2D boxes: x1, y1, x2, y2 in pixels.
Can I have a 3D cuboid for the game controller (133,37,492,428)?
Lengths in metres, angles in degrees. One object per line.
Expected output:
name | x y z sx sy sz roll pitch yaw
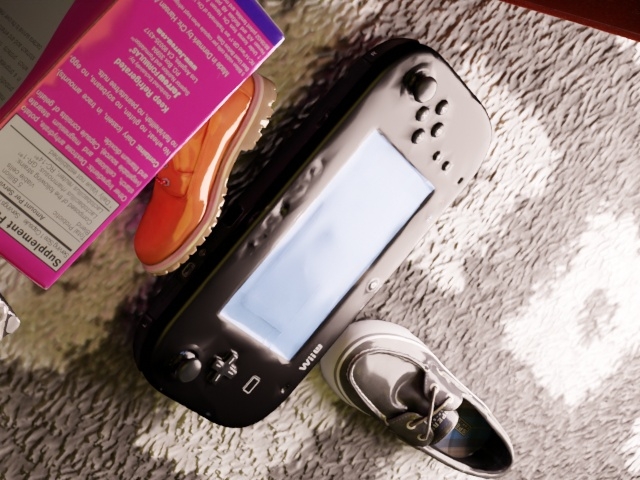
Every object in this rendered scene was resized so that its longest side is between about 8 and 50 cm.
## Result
game controller | 0.000 0.000 1.076 0.319 0.067 0.166 -50 131 1

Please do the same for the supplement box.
supplement box | -0.149 -0.098 0.888 0.220 0.111 0.114 -46 132 -3

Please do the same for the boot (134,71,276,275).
boot | -0.102 -0.056 0.986 0.084 0.059 0.158 24 93 -37

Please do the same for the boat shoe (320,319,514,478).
boat shoe | 0.090 0.144 1.212 0.080 0.076 0.228 -48 132 -1

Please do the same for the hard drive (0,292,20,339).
hard drive | -0.361 0.007 0.840 0.237 0.064 0.339 -38 131 -10

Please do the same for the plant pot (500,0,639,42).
plant pot | 0.186 -0.315 0.912 0.235 0.267 0.267 -35 131 -29
